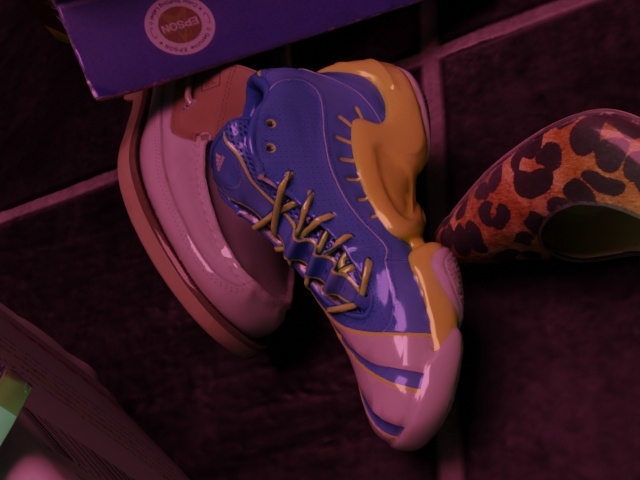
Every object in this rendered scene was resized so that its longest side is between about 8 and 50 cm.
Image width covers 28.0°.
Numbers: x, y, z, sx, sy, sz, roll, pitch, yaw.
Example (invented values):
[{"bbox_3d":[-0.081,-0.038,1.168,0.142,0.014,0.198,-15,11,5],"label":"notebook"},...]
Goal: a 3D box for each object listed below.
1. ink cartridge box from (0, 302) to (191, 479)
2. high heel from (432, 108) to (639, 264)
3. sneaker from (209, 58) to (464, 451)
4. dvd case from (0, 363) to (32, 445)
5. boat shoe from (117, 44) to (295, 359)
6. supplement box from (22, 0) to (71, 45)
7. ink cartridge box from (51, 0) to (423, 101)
[{"bbox_3d":[-0.137,0.154,0.562,0.160,0.279,0.384,-48,42,-6],"label":"ink cartridge box"},{"bbox_3d":[0.164,0.029,0.609,0.261,0.093,0.186,-20,64,36],"label":"high heel"},{"bbox_3d":[0.000,0.000,0.686,0.091,0.126,0.240,117,155,-48],"label":"sneaker"},{"bbox_3d":[-0.197,0.125,0.408,0.164,0.018,0.221,8,64,42],"label":"dvd case"},{"bbox_3d":[-0.056,-0.061,0.806,0.103,0.113,0.302,-34,41,15],"label":"boat shoe"},{"bbox_3d":[-0.177,-0.246,0.988,0.129,0.194,0.191,-50,43,-12],"label":"supplement box"},{"bbox_3d":[-0.053,-0.285,0.830,0.324,0.071,0.330,-21,69,-16],"label":"ink cartridge box"}]
